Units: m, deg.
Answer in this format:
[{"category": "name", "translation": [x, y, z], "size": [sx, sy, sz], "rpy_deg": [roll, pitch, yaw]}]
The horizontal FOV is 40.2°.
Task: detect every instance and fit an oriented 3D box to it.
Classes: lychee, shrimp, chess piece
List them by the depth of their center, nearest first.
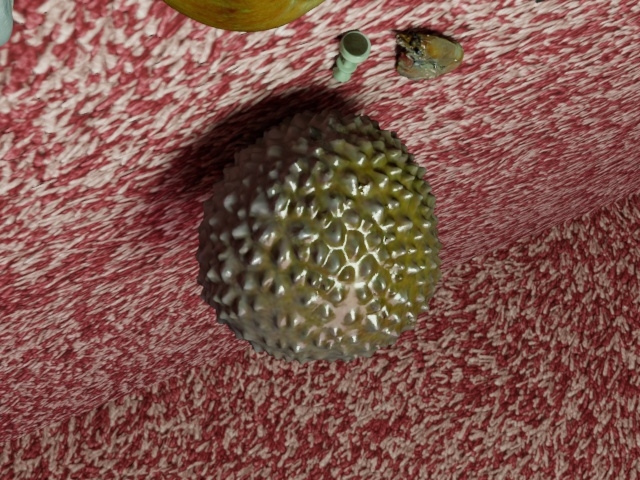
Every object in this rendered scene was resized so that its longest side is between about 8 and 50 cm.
[{"category": "chess piece", "translation": [0.038, -0.242, 1.183], "size": [0.042, 0.042, 0.093], "rpy_deg": [-20, 168, -17]}, {"category": "shrimp", "translation": [0.149, -0.265, 1.267], "size": [0.101, 0.042, 0.190], "rpy_deg": [-23, 167, 23]}, {"category": "lychee", "translation": [0.000, 0.000, 1.308], "size": [0.380, 0.380, 0.432], "rpy_deg": [-20, 150, -17]}]

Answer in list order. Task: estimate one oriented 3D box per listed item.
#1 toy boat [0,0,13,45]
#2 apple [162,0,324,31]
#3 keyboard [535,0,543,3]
[{"category": "toy boat", "translation": [-0.300, -0.220, 0.716], "size": [0.078, 0.085, 0.260], "rpy_deg": [-20, 174, -12]}, {"category": "apple", "translation": [-0.059, -0.284, 0.672], "size": [0.237, 0.207, 0.237], "rpy_deg": [-41, 173, -6]}, {"category": "keyboard", "translation": [0.330, -0.384, 1.199], "size": [0.060, 0.018, 0.195], "rpy_deg": [-18, 164, 4]}]
